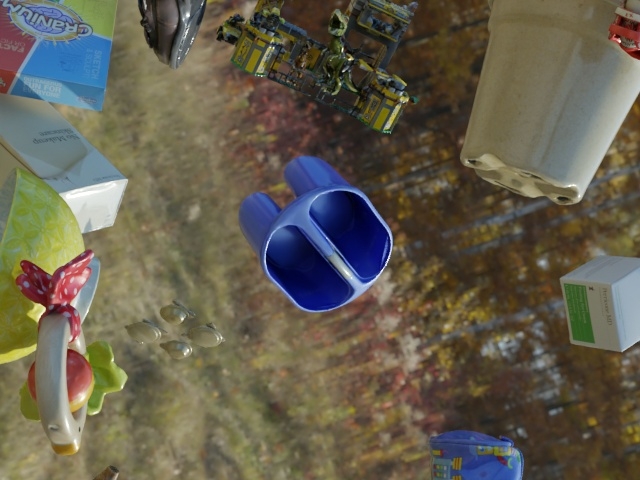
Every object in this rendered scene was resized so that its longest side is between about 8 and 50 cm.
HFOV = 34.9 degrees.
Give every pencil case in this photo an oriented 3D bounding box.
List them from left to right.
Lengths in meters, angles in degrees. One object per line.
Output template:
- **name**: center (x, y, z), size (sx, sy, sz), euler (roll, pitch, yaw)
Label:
- **pencil case**: center (0.214, 0.407, 1.353), size (0.119, 0.133, 0.306), euler (72, 15, -82)

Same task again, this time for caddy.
- **caddy**: center (0.000, 0.000, 1.974), size (0.179, 0.241, 0.341), euler (52, 2, 40)

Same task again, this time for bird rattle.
- **bird rattle**: center (-0.316, 0.148, 1.280), size (0.207, 0.143, 0.253), euler (-100, -165, -48)

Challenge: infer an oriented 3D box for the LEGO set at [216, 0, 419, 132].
- **LEGO set**: center (0.021, -0.334, 1.598), size (0.192, 0.331, 0.255), euler (-62, -172, 22)

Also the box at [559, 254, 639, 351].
- **box**: center (0.395, 0.084, 1.384), size (0.087, 0.102, 0.101), euler (5, -67, 50)

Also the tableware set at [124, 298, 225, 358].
- **tableware set**: center (-0.274, 0.174, 1.917), size (0.141, 0.169, 0.020), euler (41, 38, -31)

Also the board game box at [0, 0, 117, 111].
- **board game box**: center (-0.499, -0.392, 1.852), size (0.064, 0.242, 0.316), euler (118, -24, -51)

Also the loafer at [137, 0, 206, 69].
- **loafer**: center (-0.214, -0.349, 1.429), size (0.302, 0.095, 0.109), euler (123, -8, -68)

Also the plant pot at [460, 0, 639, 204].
- **plant pot**: center (0.398, -0.240, 1.766), size (0.334, 0.334, 0.305), euler (63, 48, -83)

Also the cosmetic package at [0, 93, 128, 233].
- **cosmetic package**: center (-0.503, -0.144, 1.788), size (0.309, 0.160, 0.113), euler (41, -56, 23)

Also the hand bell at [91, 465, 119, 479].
- **hand bell**: center (-0.371, 0.436, 1.509), size (0.126, 0.242, 0.126), euler (35, 3, -2)

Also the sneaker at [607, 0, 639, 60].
- **sneaker**: center (0.479, -0.366, 1.480), size (0.090, 0.145, 0.270), euler (28, -7, 29)

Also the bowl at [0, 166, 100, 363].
- **bowl**: center (-0.408, 0.056, 1.447), size (0.156, 0.289, 0.289), euler (21, 25, -23)
